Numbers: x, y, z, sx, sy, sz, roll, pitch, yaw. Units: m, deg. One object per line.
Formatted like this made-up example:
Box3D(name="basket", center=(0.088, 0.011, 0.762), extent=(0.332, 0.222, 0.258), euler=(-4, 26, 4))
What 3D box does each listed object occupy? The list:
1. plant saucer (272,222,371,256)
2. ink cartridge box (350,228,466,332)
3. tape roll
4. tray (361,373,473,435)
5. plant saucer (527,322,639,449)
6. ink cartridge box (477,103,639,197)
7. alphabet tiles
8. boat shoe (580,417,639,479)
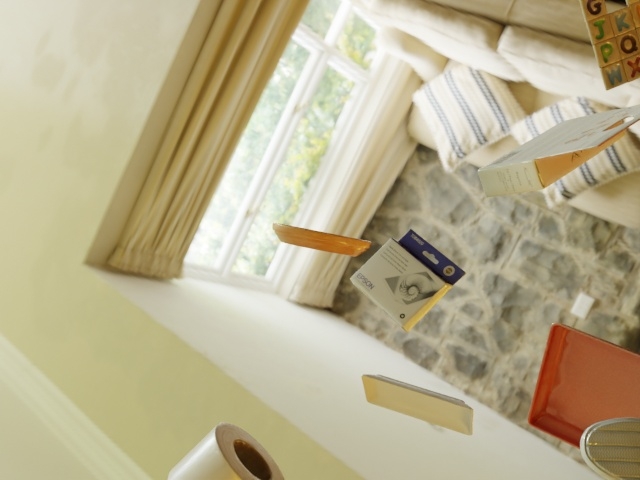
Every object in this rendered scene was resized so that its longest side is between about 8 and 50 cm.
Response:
Box3D(name="plant saucer", center=(0.000, 0.000, 1.445), extent=(0.200, 0.037, 0.200), euler=(12, -179, 0))
Box3D(name="ink cartridge box", center=(0.228, 0.093, 1.921), extent=(0.223, 0.224, 0.045), euler=(41, 173, 36))
Box3D(name="tape roll", center=(-0.220, 0.585, 1.749), extent=(0.246, 0.169, 0.246), euler=(45, -175, -5))
Box3D(name="tray", center=(0.232, 0.381, 1.726), extent=(0.270, 0.030, 0.145), euler=(14, 144, 21))
Box3D(name="plant saucer", center=(0.532, 0.290, 1.339), extent=(0.259, 0.258, 0.048), euler=(23, -144, 30))
Box3D(name="ink cartridge box", center=(0.447, -0.161, 1.250), extent=(0.275, 0.060, 0.239), euler=(-29, -166, -34))
Box3D(name="alphabet tiles", center=(0.549, -0.383, 1.206), extent=(0.009, 0.237, 0.198), euler=(-143, 31, -78))
Box3D(name="boat shoe", center=(0.531, 0.331, 1.062), extent=(0.302, 0.109, 0.094), euler=(9, 158, 9))
